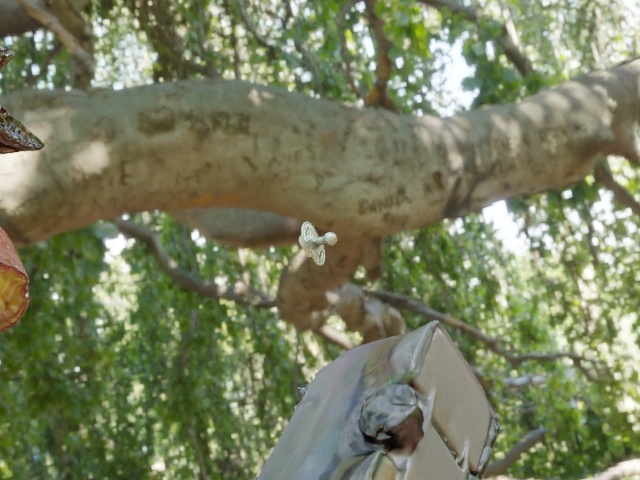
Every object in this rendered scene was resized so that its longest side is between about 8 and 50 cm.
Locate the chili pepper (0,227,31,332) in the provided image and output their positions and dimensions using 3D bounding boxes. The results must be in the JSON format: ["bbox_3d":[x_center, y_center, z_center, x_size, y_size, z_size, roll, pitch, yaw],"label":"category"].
[{"bbox_3d":[-0.304,0.012,0.711,0.086,0.084,0.192,20,12,-40],"label":"chili pepper"}]

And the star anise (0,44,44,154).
[{"bbox_3d":[-0.251,-0.071,0.510,0.167,0.168,0.057,-9,-30,-23],"label":"star anise"}]

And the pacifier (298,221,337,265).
[{"bbox_3d":[0.000,0.000,1.480,0.064,0.083,0.068,-14,34,25],"label":"pacifier"}]

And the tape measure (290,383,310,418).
[{"bbox_3d":[0.059,0.257,1.075,0.199,0.186,0.112,-23,-23,36],"label":"tape measure"}]

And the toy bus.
[{"bbox_3d":[0.003,0.185,0.489,0.138,0.112,0.317,-19,21,36],"label":"toy bus"}]
